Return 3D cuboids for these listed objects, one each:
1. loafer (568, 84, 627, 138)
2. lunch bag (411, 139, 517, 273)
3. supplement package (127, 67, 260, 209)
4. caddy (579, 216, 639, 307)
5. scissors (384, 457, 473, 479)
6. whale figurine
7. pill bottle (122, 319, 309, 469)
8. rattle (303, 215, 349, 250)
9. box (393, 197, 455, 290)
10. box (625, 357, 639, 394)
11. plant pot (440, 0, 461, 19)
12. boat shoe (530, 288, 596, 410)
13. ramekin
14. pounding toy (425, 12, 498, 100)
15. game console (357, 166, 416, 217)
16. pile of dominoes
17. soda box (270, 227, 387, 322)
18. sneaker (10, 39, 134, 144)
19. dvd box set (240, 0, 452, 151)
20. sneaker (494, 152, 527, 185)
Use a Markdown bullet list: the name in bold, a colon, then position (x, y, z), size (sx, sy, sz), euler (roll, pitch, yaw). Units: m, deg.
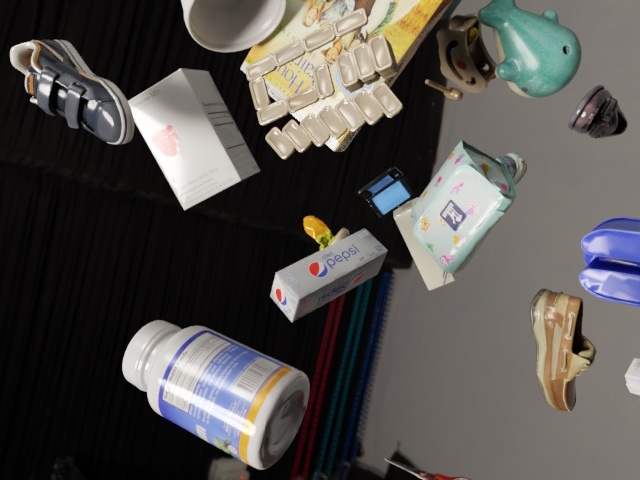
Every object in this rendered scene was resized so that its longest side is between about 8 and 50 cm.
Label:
- **loafer**: position (0.640, -0.280, 1.220), size (0.095, 0.109, 0.302), euler (37, -153, 21)
- **lunch bag**: position (0.325, -0.073, 1.226), size (0.160, 0.223, 0.262), euler (27, -151, -10)
- **supplement package**: position (-0.313, -0.255, 1.360), size (0.177, 0.293, 0.175), euler (-26, -171, 16)
- **caddy**: position (0.936, 0.062, 1.587), size (0.179, 0.241, 0.341), euler (-17, -160, -40)
- **scissors**: position (0.253, 0.530, 1.211), size (0.109, 0.021, 0.297), euler (-15, -177, -19)
- **whale figurine**: position (0.484, -0.456, 1.236), size (0.272, 0.216, 0.141), euler (45, 171, -17)
- **pill bottle**: position (-0.167, 0.224, 0.838), size (0.272, 0.152, 0.152), euler (18, 179, 23)
- **rattle**: position (0.000, 0.000, 1.528), size (0.130, 0.143, 0.200), euler (-31, -172, 29)
- **box**: position (0.330, 0.011, 1.723), size (0.094, 0.275, 0.113), euler (-24, -164, 15)
- **box**: position (0.840, 0.333, 1.165), size (0.324, 0.067, 0.063), euler (6, 133, 51)
- **plant pot**: position (0.267, -0.723, 1.438), size (0.252, 0.248, 0.247), euler (41, 170, -26)
- **boat shoe**: position (0.584, 0.269, 1.286), size (0.120, 0.324, 0.122), euler (0, -154, 39)
- **ramekin**: position (-0.182, -0.491, 1.080), size (0.207, 0.109, 0.207), euler (-21, 160, -8)
- **pounding toy**: position (0.398, -0.481, 1.519), size (0.154, 0.155, 0.269), euler (34, 163, 34)
- **game console**: position (0.179, -0.127, 1.450), size (0.122, 0.071, 0.107), euler (-35, 159, 16)
- **pile of dominoes**: position (0.006, -0.251, 0.906), size (0.251, 0.196, 0.040), euler (-19, 167, 22)
- **soda box**: position (0.023, 0.079, 1.293), size (0.286, 0.098, 0.091), euler (-26, -120, -32)
- **sneaker**: position (-0.518, -0.301, 1.116), size (0.321, 0.126, 0.127), euler (42, -142, 22)
- **dvd box set**: position (0.049, -0.444, 1.126), size (0.307, 0.420, 0.062), euler (44, -155, 13)
- **sneaker**: position (0.545, -0.161, 1.759), size (0.122, 0.283, 0.110), euler (-8, -137, -29)
